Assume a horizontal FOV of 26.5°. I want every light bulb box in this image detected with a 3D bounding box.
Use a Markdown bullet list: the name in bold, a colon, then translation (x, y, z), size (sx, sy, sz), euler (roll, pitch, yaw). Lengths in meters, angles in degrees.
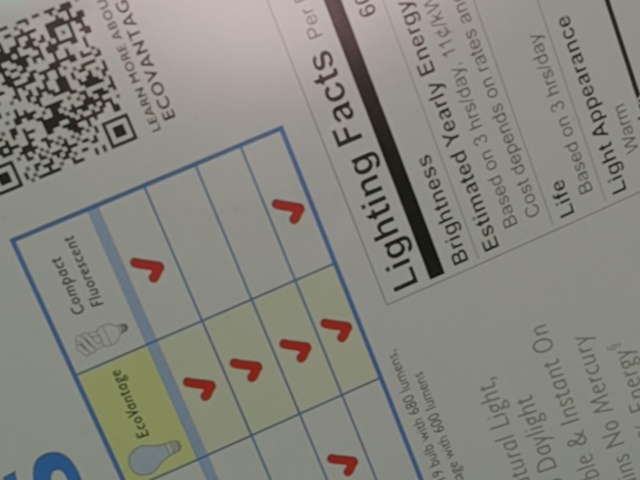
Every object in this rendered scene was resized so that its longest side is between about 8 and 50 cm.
- **light bulb box**: translation (0.000, 0.000, 0.654), size (0.361, 0.225, 0.357), euler (-23, 105, -6)
